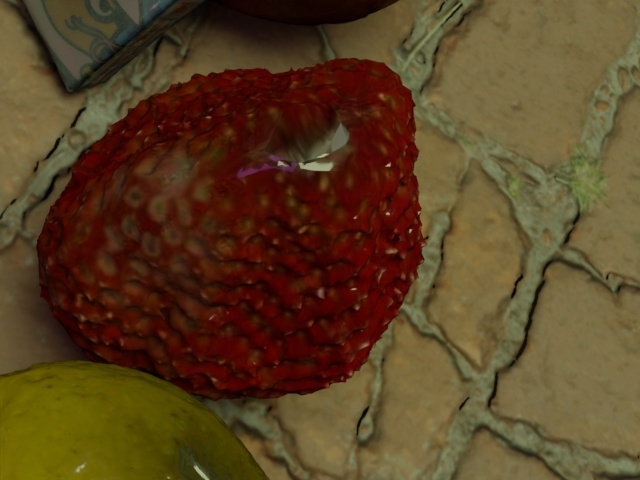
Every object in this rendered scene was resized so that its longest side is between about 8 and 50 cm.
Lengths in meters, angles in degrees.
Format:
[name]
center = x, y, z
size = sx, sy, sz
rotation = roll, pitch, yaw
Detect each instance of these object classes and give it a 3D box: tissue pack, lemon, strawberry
[tissue pack]
center = -0.176, -0.214, 1.102
size = 0.065, 0.155, 0.116
rotation = -23, 84, -55
[lemon]
center = -0.156, 0.216, 0.912
size = 0.310, 0.253, 0.253
rotation = 48, 59, -9
[strawberry]
center = -0.051, -0.009, 0.974
size = 0.312, 0.351, 0.267
rotation = -23, 84, -23

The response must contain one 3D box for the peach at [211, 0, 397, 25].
[peach]
center = -0.009, -0.368, 1.158
size = 0.372, 0.290, 0.373
rotation = 12, 67, -31
